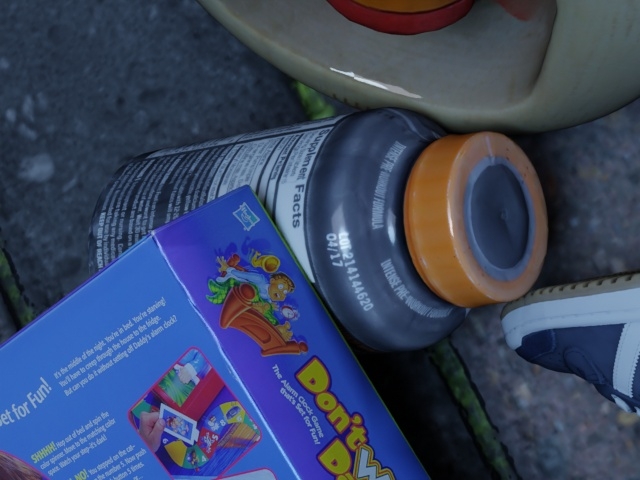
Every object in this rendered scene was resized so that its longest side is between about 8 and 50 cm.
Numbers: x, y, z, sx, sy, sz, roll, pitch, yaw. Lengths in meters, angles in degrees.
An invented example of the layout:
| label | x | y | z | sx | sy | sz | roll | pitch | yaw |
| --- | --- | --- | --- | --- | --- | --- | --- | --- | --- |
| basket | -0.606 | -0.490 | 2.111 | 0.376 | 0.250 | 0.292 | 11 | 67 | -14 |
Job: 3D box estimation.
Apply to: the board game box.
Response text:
| label | x | y | z | sx | sy | sz | roll | pitch | yaw |
| --- | --- | --- | --- | --- | --- | --- | --- | --- | --- |
| board game box | -0.103 | 0.152 | 0.969 | 0.347 | 0.078 | 0.233 | -33 | 87 | 42 |

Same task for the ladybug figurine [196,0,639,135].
| label | x | y | z | sx | sy | sz | roll | pitch | yaw |
| --- | --- | --- | --- | --- | --- | --- | --- | --- | --- |
| ladybug figurine | 0.048 | -0.192 | 0.832 | 0.305 | 0.449 | 0.162 | 22 | 76 | 4 |

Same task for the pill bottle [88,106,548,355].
| label | x | y | z | sx | sy | sz | roll | pitch | yaw |
| --- | --- | --- | --- | --- | --- | --- | --- | --- | --- |
| pill bottle | 0.000 | 0.000 | 0.962 | 0.245 | 0.130 | 0.130 | -7 | 83 | 40 |

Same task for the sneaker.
| label | x | y | z | sx | sy | sz | roll | pitch | yaw |
| --- | --- | --- | --- | --- | --- | --- | --- | --- | --- |
| sneaker | 0.202 | 0.084 | 0.864 | 0.282 | 0.099 | 0.153 | -11 | 89 | 52 |
